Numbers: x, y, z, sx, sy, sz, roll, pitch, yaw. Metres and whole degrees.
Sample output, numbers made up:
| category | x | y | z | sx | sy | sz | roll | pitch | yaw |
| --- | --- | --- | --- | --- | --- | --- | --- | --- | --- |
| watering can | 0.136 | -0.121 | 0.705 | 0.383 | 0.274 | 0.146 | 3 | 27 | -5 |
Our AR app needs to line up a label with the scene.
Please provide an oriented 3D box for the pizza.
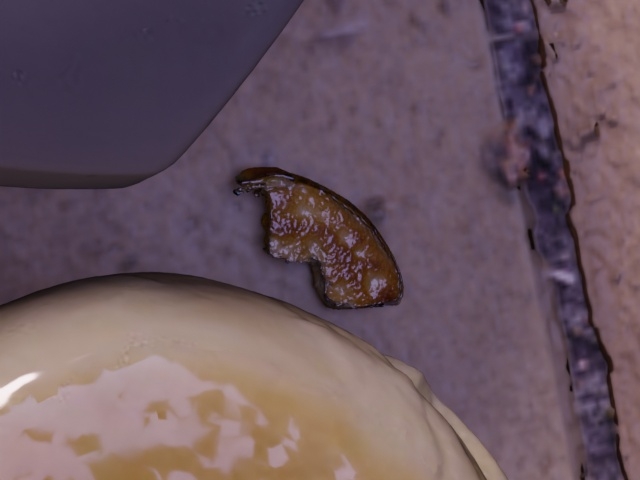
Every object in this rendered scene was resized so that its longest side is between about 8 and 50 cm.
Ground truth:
| category | x | y | z | sx | sy | sz | roll | pitch | yaw |
| --- | --- | --- | --- | --- | --- | --- | --- | --- | --- |
| pizza | 0.000 | 0.000 | 0.640 | 0.083 | 0.016 | 0.037 | 38 | 76 | -20 |

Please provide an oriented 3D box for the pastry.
| category | x | y | z | sx | sy | sz | roll | pitch | yaw |
| --- | --- | --- | --- | --- | --- | --- | --- | --- | --- |
| pastry | -0.056 | 0.134 | 0.555 | 0.264 | 0.133 | 0.265 | 0 | 91 | -20 |

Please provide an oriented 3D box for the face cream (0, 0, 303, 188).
| category | x | y | z | sx | sy | sz | roll | pitch | yaw |
| --- | --- | --- | --- | --- | --- | --- | --- | --- | --- |
| face cream | -0.145 | -0.196 | 0.479 | 0.357 | 0.219 | 0.312 | 33 | 74 | -16 |
